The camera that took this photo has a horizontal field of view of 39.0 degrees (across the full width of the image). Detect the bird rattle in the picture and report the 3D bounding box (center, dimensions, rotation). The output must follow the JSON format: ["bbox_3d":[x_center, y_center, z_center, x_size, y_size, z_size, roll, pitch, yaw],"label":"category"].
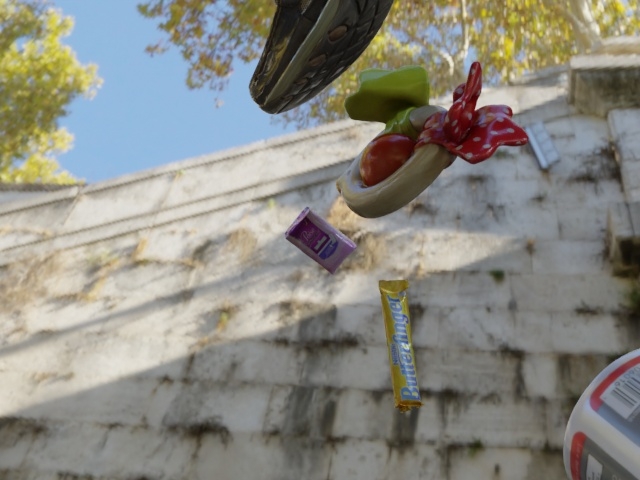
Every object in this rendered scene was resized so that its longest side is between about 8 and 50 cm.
[{"bbox_3d":[0.116,-0.104,1.072,0.207,0.253,0.143,-49,-59,-1],"label":"bird rattle"}]

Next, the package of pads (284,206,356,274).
[{"bbox_3d":[0.000,0.000,1.160,0.083,0.032,0.050,38,-82,-12],"label":"package of pads"}]

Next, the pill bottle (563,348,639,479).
[{"bbox_3d":[0.319,0.201,0.652,0.161,0.283,0.161,-6,-70,-18],"label":"pill bottle"}]

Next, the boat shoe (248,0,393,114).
[{"bbox_3d":[0.015,-0.303,1.002,0.130,0.132,0.355,43,-65,15],"label":"boat shoe"}]

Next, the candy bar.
[{"bbox_3d":[0.098,0.127,1.097,0.040,0.161,0.018,-3,-11,-21],"label":"candy bar"}]
